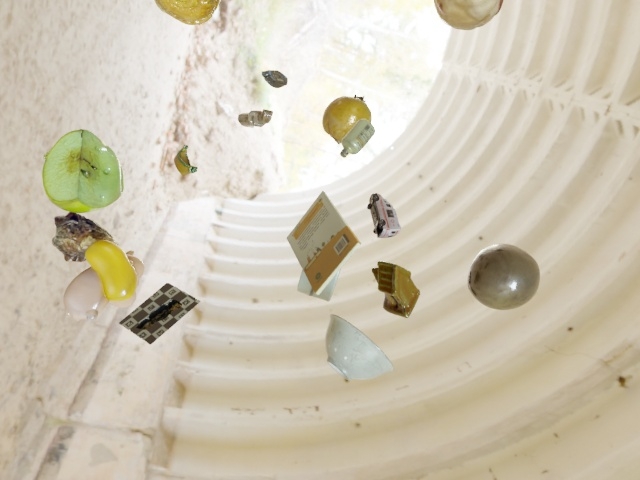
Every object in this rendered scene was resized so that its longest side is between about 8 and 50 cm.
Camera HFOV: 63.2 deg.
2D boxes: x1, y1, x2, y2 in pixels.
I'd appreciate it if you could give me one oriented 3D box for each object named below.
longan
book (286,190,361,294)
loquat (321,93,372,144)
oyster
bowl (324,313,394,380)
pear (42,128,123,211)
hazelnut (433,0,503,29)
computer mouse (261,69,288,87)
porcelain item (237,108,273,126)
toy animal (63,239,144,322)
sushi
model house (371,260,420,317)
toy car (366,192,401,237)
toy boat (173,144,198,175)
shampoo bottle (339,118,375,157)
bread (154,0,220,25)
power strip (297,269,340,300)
[{"bbox_3d":[0.522,0.102,1.485,0.220,0.196,0.197,-17,126,-66],"label":"longan"},{"bbox_3d":[0.000,0.000,1.607,0.208,0.020,0.295,-52,-141,18],"label":"book"},{"bbox_3d":[0.126,-0.569,2.420,0.244,0.244,0.244,-167,-90,-79],"label":"loquat"},{"bbox_3d":[-1.025,0.001,2.249,0.100,0.271,0.275,-73,143,-74],"label":"oyster"},{"bbox_3d":[0.111,0.433,1.949,0.146,0.313,0.313,-49,-176,-15],"label":"bowl"},{"bbox_3d":[-1.011,-0.265,2.267,0.318,0.238,0.342,33,51,-65],"label":"pear"},{"bbox_3d":[0.546,-0.902,1.911,0.261,0.261,0.241,164,-91,-77],"label":"hazelnut"},{"bbox_3d":[-0.191,-0.659,2.136,0.047,0.135,0.079,-43,-114,38],"label":"computer mouse"},{"bbox_3d":[-0.217,-0.419,1.791,0.213,0.084,0.054,19,-75,62],"label":"porcelain item"},{"bbox_3d":[-0.841,0.194,2.120,0.345,0.277,0.247,-65,161,-13],"label":"toy animal"},{"bbox_3d":[-0.528,0.254,1.735,0.215,0.192,0.050,-43,136,-32],"label":"sushi"},{"bbox_3d":[0.316,0.193,2.367,0.173,0.239,0.268,-41,-155,-21],"label":"model house"},{"bbox_3d":[0.279,-0.114,2.294,0.089,0.108,0.210,112,-30,-58],"label":"toy car"},{"bbox_3d":[-0.627,-0.366,2.437,0.088,0.089,0.229,-42,-134,12],"label":"toy boat"},{"bbox_3d":[0.126,-0.362,1.887,0.162,0.079,0.079,-51,-177,-18],"label":"shampoo bottle"},{"bbox_3d":[-0.382,-0.747,1.510,0.236,0.198,0.120,-57,-159,37],"label":"bread"},{"bbox_3d":[0.021,0.081,2.315,0.357,0.161,0.357,19,90,-87],"label":"power strip"}]
